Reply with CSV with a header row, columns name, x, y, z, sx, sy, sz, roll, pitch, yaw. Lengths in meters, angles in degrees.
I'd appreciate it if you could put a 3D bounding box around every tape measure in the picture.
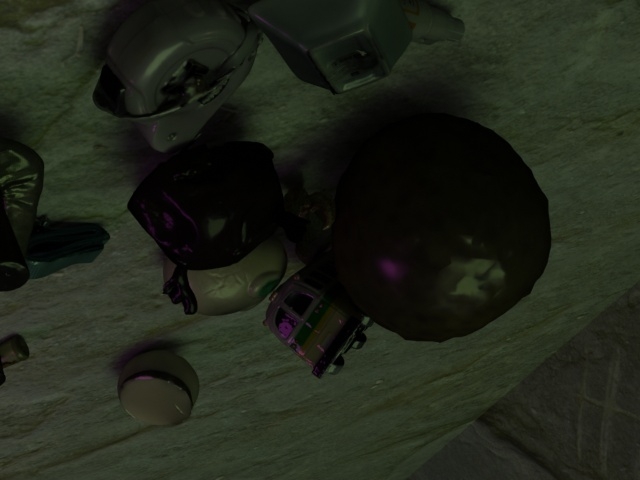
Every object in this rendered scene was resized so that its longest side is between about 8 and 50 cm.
name,x,y,z,sx,sy,sz,roll,pitch,yaw
tape measure,-0.188,-0.229,1.243,0.236,0.120,0.197,-44,157,15

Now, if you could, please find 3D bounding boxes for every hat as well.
name,x,y,z,sx,sy,sz,roll,pitch,yaw
hat,-0.154,-0.016,1.459,0.238,0.209,0.336,-23,177,-12

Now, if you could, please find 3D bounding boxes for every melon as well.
name,x,y,z,sx,sy,sz,roll,pitch,yaw
melon,-0.004,0.001,1.885,0.098,0.054,0.182,-21,156,-44

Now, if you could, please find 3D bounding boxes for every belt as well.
name,x,y,z,sx,sy,sz,roll,pitch,yaw
belt,-0.419,0.002,1.507,0.065,0.100,0.179,-46,162,31

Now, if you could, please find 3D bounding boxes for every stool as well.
name,x,y,z,sx,sy,sz,roll,pitch,yaw
stool,-0.524,0.028,1.234,0.310,0.226,0.310,4,138,-25

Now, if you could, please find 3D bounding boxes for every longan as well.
name,x,y,z,sx,sy,sz,roll,pitch,yaw
longan,0.204,-0.023,1.631,0.391,0.391,0.391,-20,152,-11

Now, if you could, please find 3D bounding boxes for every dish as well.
name,x,y,z,sx,sy,sz,roll,pitch,yaw
dish,0.028,-0.263,1.272,0.182,0.080,0.243,-20,164,11

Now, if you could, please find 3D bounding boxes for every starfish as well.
name,x,y,z,sx,sy,sz,roll,pitch,yaw
starfish,-0.067,-0.050,1.634,0.216,0.071,0.238,-2,-171,16

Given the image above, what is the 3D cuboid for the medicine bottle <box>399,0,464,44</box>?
name,x,y,z,sx,sy,sz,roll,pitch,yaw
medicine bottle,0.120,-0.325,1.414,0.221,0.061,0.092,3,165,-43

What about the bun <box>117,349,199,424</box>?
name,x,y,z,sx,sy,sz,roll,pitch,yaw
bun,-0.339,0.299,2.012,0.173,0.120,0.173,2,127,2

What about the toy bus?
name,x,y,z,sx,sy,sz,roll,pitch,yaw
toy bus,0.024,0.121,1.818,0.143,0.179,0.305,-57,171,21

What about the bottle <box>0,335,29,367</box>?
name,x,y,z,sx,sy,sz,roll,pitch,yaw
bottle,-0.585,0.216,1.743,0.101,0.047,0.063,-26,143,3

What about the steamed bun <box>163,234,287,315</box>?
name,x,y,z,sx,sy,sz,roll,pitch,yaw
steamed bun,-0.166,0.064,1.723,0.228,0.130,0.177,-10,165,-27
